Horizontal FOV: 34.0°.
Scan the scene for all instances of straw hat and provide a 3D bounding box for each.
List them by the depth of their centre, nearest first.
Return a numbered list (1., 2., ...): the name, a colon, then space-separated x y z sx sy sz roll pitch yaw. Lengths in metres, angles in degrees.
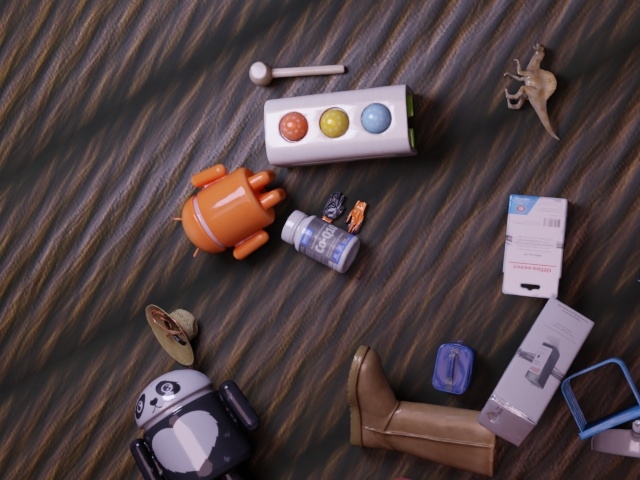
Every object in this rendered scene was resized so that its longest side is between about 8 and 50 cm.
1. straw hat: -0.277 0.172 2.076 0.144 0.144 0.061 45 58 12

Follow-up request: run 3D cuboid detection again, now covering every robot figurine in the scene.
1. robot figurine: -0.239 0.381 2.003 0.209 0.173 0.278 -26 79 -31
2. robot figurine: -0.176 -0.059 2.024 0.219 0.158 0.128 -30 41 13

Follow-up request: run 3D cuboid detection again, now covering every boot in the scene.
1. boot: 0.191 0.307 1.905 0.269 0.089 0.236 8 126 17

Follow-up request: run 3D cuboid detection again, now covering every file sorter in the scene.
1. file sorter: 0.489 0.267 1.808 0.118 0.170 0.104 -25 78 14

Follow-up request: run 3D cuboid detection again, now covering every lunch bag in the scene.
1. lunch bag: 0.248 0.232 1.928 0.067 0.065 0.098 9 92 16

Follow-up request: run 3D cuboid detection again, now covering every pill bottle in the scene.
1. pill bottle: 0.000 0.000 1.997 0.137 0.078 0.078 27 96 14

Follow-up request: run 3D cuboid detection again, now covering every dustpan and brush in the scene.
1. dustpan and brush: 0.536 0.338 1.776 0.147 0.211 0.060 6 80 16

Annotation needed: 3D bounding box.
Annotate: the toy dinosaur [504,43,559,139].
1. toy dinosaur: 0.386 -0.270 1.910 0.092 0.053 0.183 -8 86 14

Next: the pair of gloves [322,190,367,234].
1. pair of gloves: 0.046 -0.051 2.021 0.083 0.010 0.074 24 96 18

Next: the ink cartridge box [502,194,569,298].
1. ink cartridge box: 0.389 0.011 1.897 0.104 0.060 0.180 6 90 15

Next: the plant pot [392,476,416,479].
1. plant pot: 0.224 0.555 1.839 0.265 0.272 0.272 16 93 24

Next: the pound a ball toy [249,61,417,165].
1. pound a ball toy: 0.012 -0.252 1.971 0.319 0.136 0.208 -4 88 15

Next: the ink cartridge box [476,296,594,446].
1. ink cartridge box: 0.368 0.229 1.804 0.092 0.158 0.218 32 68 13

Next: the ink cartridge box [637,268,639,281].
1. ink cartridge box: 0.630 -0.013 1.764 0.045 0.208 0.206 11 91 -20
